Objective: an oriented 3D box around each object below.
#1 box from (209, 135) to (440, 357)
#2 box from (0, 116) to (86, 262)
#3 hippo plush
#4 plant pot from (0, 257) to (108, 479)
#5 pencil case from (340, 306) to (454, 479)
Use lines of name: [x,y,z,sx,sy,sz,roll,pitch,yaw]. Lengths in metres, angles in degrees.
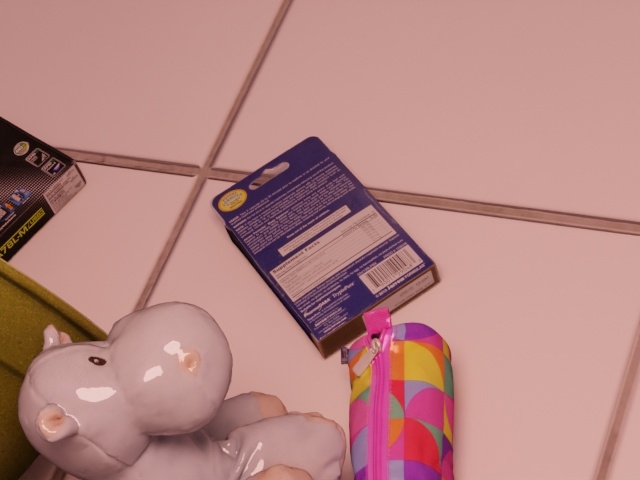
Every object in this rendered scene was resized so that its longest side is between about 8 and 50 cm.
box: [0.000,0.000,1.615,0.136,0.036,0.225,-33,52,-8]
box: [-0.379,-0.046,1.774,0.184,0.045,0.190,31,68,32]
hippo plush: [-0.148,0.160,1.367,0.294,0.236,0.234,-26,22,5]
plant pot: [-0.421,0.161,1.465,0.366,0.366,0.353,22,76,31]
pencil case: [0.066,0.181,1.414,0.104,0.104,0.236,-10,52,11]
